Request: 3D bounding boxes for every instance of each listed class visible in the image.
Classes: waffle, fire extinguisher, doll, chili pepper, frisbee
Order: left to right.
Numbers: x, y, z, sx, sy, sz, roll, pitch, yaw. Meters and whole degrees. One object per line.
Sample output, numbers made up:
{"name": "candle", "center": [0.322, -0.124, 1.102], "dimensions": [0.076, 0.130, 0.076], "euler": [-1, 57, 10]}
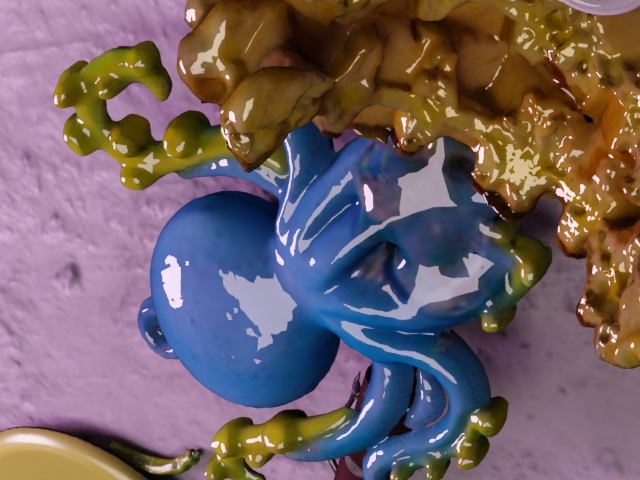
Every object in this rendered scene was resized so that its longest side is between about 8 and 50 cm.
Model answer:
{"name": "frisbee", "center": [-0.188, 0.244, 1.472], "dimensions": [0.236, 0.017, 0.236], "euler": [19, 137, 19]}
{"name": "chili pepper", "center": [-0.127, 0.169, 1.386], "dimensions": [0.083, 0.017, 0.030], "euler": [-3, 115, 31]}
{"name": "doll", "center": [0.000, 0.000, 1.124], "dimensions": [0.341, 0.099, 0.346], "euler": [-23, 105, 32]}
{"name": "fire extinguisher", "center": [0.033, 0.142, 1.250], "dimensions": [0.078, 0.045, 0.157], "euler": [48, 144, 31]}
{"name": "waffle", "center": [0.099, -0.091, 0.862], "dimensions": [0.324, 0.261, 0.151], "euler": [31, 128, 2]}

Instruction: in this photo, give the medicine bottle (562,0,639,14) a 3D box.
{"name": "medicine bottle", "center": [0.158, -0.178, 0.773], "dimensions": [0.059, 0.231, 0.059], "euler": [17, 132, 20]}
